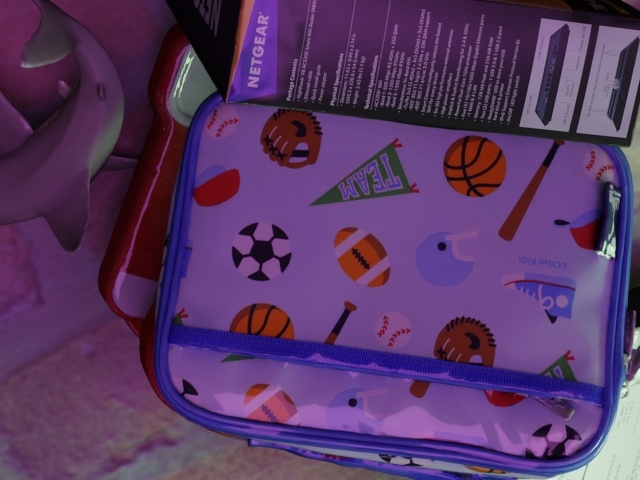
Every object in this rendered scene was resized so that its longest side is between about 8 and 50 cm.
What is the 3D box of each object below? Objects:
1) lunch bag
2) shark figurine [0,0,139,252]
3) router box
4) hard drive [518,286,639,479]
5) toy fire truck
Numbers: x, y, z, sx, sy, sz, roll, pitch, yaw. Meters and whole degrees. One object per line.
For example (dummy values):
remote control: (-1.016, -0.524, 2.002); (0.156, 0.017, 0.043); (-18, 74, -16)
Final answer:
lunch bag: (0.052, 0.034, 1.086); (0.303, 0.115, 0.243); (9, 78, -1)
shark figurine: (-0.171, -0.057, 1.149); (0.166, 0.116, 0.278); (5, 150, -24)
router box: (0.039, -0.148, 1.098); (0.243, 0.309, 0.081); (5, 108, -14)
hard drive: (0.213, 0.154, 1.304); (0.339, 0.064, 0.237); (-6, 116, -43)
toy fire truck: (0.000, 0.000, 1.232); (0.302, 0.169, 0.254); (16, 103, -18)
